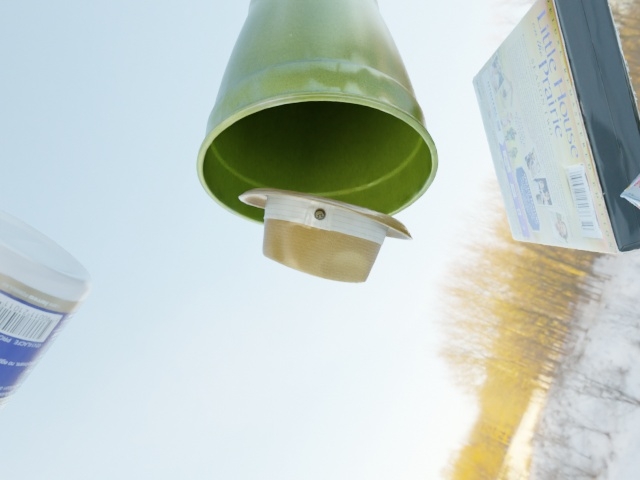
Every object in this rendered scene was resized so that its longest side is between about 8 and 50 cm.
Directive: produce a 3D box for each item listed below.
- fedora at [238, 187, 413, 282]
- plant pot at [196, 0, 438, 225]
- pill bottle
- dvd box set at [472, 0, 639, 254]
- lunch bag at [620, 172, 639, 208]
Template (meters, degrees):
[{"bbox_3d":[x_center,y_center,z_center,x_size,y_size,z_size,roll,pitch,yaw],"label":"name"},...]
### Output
[{"bbox_3d":[0.000,0.000,0.616,0.194,0.194,0.079,20,-97,-65],"label":"fedora"},{"bbox_3d":[-0.010,-0.254,0.950,0.366,0.366,0.353,59,-154,-60],"label":"plant pot"},{"bbox_3d":[-0.353,0.105,0.529,0.265,0.153,0.153,-54,-26,-4],"label":"pill bottle"},{"bbox_3d":[0.321,-0.144,0.809,0.420,0.062,0.308,-20,-85,-86],"label":"dvd box set"},{"bbox_3d":[0.296,-0.042,0.449,0.071,0.053,0.083,-57,11,13],"label":"lunch bag"}]
